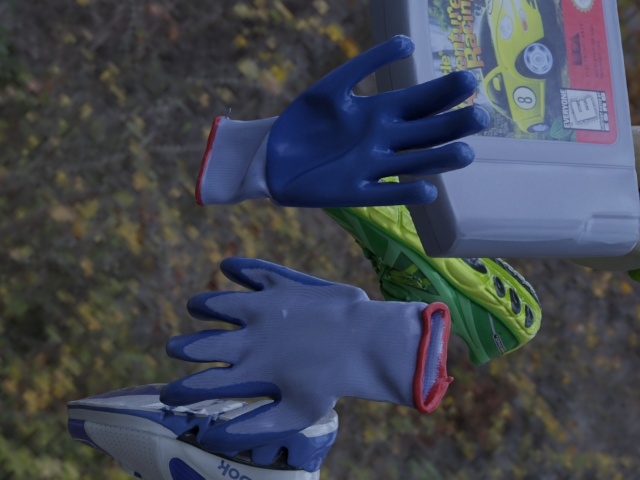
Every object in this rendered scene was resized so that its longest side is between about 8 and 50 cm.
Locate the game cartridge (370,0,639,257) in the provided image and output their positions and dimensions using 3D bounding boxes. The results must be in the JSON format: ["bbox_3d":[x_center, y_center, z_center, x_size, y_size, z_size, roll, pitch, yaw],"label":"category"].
[{"bbox_3d":[0.129,-0.133,1.071,0.060,0.196,0.294,-21,-108,61],"label":"game cartridge"}]

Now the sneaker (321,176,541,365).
[{"bbox_3d":[0.092,0.028,1.567,0.295,0.123,0.109,40,26,-5],"label":"sneaker"}]

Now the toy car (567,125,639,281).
[{"bbox_3d":[0.320,-0.065,1.571,0.155,0.188,0.149,16,-11,-14],"label":"toy car"}]

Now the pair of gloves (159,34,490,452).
[{"bbox_3d":[0.000,0.000,0.674,0.159,0.198,0.023,-4,-25,36],"label":"pair of gloves"}]

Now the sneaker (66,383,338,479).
[{"bbox_3d":[-0.127,0.253,1.546,0.315,0.182,0.127,4,7,33],"label":"sneaker"}]
